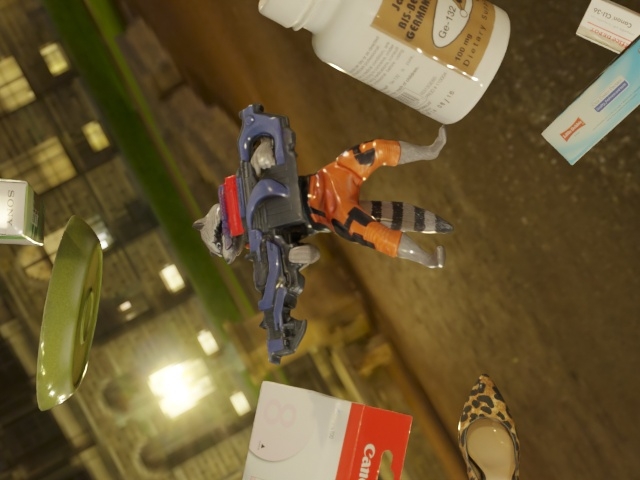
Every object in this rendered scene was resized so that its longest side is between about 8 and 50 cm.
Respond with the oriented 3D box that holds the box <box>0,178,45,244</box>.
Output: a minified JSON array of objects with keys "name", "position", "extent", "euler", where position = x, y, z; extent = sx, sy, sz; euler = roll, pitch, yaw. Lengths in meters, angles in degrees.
[{"name":"box","position":[-0.401,-0.030,1.226],"extent":[0.322,0.232,0.058],"euler":[178,95,-80]}]

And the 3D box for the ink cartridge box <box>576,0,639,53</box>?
[{"name":"ink cartridge box","position":[0.485,-0.344,1.987],"extent":[0.115,0.067,0.198],"euler":[25,-162,9]}]

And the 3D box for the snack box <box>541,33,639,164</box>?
[{"name":"snack box","position":[0.394,-0.209,1.564],"extent":[0.060,0.187,0.322],"euler":[46,-155,3]}]

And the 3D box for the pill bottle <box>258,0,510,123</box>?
[{"name":"pill bottle","position":[0.062,-0.221,1.220],"extent":[0.229,0.131,0.131],"euler":[25,-177,-15]}]

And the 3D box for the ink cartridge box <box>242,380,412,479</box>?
[{"name":"ink cartridge box","position":[0.002,0.315,1.755],"extent":[0.232,0.189,0.066],"euler":[8,174,37]}]

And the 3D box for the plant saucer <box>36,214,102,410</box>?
[{"name":"plant saucer","position":[-0.300,0.090,1.486],"extent":[0.241,0.037,0.241],"euler":[-171,90,-88]}]

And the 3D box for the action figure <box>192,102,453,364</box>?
[{"name":"action figure","position":[0.000,0.000,1.580],"extent":[0.178,0.330,0.341],"euler":[51,-142,-70]}]

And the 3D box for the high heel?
[{"name":"high heel","position":[0.254,0.311,1.781],"extent":[0.186,0.093,0.261],"euler":[84,-174,-73]}]
